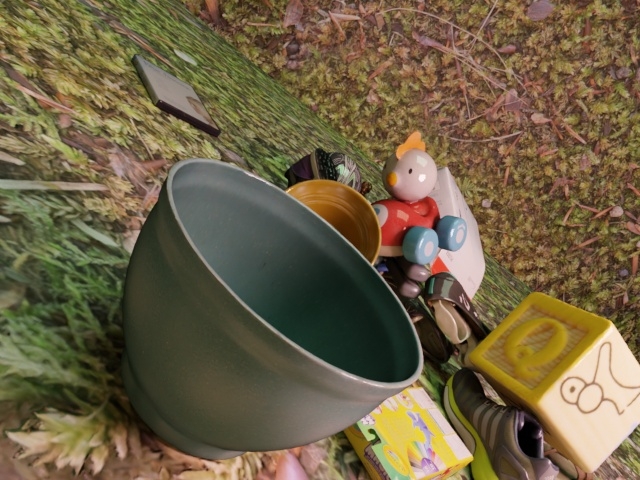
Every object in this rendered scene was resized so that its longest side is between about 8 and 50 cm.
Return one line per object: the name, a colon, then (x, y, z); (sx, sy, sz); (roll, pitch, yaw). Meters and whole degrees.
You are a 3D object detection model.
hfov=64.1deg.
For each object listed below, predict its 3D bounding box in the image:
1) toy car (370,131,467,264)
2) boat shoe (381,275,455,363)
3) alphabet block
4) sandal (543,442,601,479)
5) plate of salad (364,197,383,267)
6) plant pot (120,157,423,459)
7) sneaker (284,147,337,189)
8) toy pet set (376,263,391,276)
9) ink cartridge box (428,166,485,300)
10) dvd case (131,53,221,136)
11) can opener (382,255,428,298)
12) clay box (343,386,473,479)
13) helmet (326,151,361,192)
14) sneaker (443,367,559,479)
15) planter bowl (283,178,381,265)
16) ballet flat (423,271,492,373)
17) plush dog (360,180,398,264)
toy car: (0.166, -0.101, 1.045); (0.210, 0.238, 0.219); (-17, 24, -42)
boat shoe: (0.194, 0.164, 1.067); (0.223, 0.080, 0.073); (48, 12, 8)
alphabet block: (0.422, 0.240, 0.903); (0.197, 0.192, 0.193); (50, -8, -19)
sandal: (0.497, 0.440, 1.017); (0.302, 0.086, 0.120); (33, 19, -22)
plate of salad: (0.083, -0.023, 1.250); (0.199, 0.048, 0.200); (15, 63, -31)
plant pot: (-0.072, 0.087, 0.512); (0.293, 0.196, 0.293); (36, 19, -14)
sneaker: (-0.024, -0.068, 1.168); (0.107, 0.124, 0.283); (36, 40, -45)
toy pet set: (0.156, 0.097, 1.174); (0.122, 0.065, 0.114); (41, 18, 1)
ink cartridge box: (0.342, 0.058, 1.248); (0.308, 0.091, 0.385); (42, 37, -51)
dvd case: (-0.363, -0.365, 1.285); (0.180, 0.022, 0.253); (21, 26, -46)
can opener: (0.197, 0.048, 1.116); (0.095, 0.076, 0.283); (19, 16, -9)
clay box: (0.109, 0.267, 0.691); (0.222, 0.053, 0.127); (16, 30, -50)
helmet: (0.029, -0.150, 1.343); (0.169, 0.161, 0.169); (36, 18, -14)
sneaker: (0.303, 0.315, 0.859); (0.111, 0.121, 0.300); (34, 18, -20)
planter bowl: (0.000, 0.000, 0.970); (0.217, 0.217, 0.090); (44, -18, 10)
ballet flat: (0.286, 0.192, 1.013); (0.280, 0.095, 0.096); (52, 40, -9)
plush dog: (0.170, -0.048, 1.433); (0.225, 0.210, 0.262); (37, -19, 40)
